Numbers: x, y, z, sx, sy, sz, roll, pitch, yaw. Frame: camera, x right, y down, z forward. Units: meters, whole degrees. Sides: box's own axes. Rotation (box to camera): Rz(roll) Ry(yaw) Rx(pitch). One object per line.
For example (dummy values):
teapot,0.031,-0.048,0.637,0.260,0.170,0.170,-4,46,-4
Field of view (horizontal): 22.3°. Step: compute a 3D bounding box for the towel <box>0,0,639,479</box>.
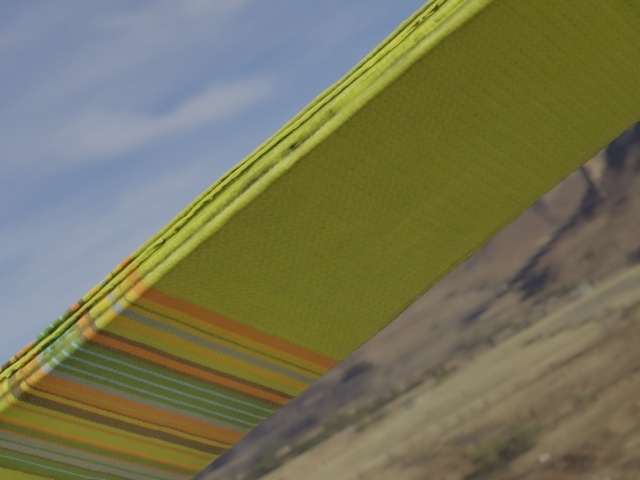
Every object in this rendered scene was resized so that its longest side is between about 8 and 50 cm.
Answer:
towel,0.000,0.000,0.460,0.237,0.021,0.102,-39,-33,17
